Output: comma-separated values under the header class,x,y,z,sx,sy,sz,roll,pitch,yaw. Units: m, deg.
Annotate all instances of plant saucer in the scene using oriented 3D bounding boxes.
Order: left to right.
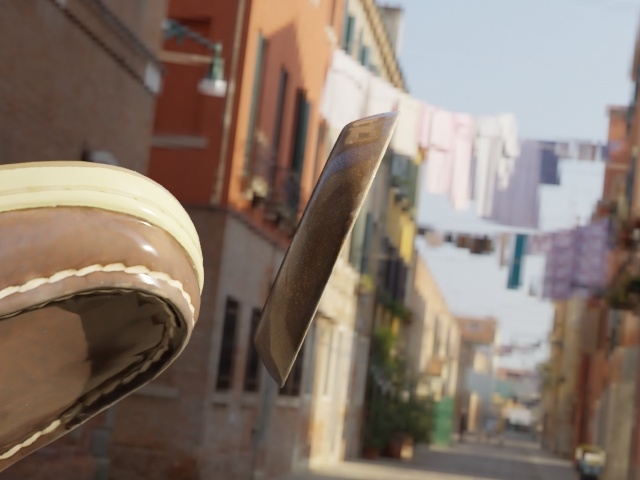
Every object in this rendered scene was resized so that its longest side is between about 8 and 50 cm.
class,x,y,z,sx,sy,sz,roll,pitch,yaw
plant saucer,0.000,0.000,0.814,0.029,0.168,0.168,24,-6,0

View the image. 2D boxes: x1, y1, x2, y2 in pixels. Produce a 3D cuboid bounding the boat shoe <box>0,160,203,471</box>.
class,x,y,z,sx,sy,sz,roll,pitch,yaw
boat shoe,-0.183,0.094,0.444,0.342,0.123,0.123,-24,-36,-3
